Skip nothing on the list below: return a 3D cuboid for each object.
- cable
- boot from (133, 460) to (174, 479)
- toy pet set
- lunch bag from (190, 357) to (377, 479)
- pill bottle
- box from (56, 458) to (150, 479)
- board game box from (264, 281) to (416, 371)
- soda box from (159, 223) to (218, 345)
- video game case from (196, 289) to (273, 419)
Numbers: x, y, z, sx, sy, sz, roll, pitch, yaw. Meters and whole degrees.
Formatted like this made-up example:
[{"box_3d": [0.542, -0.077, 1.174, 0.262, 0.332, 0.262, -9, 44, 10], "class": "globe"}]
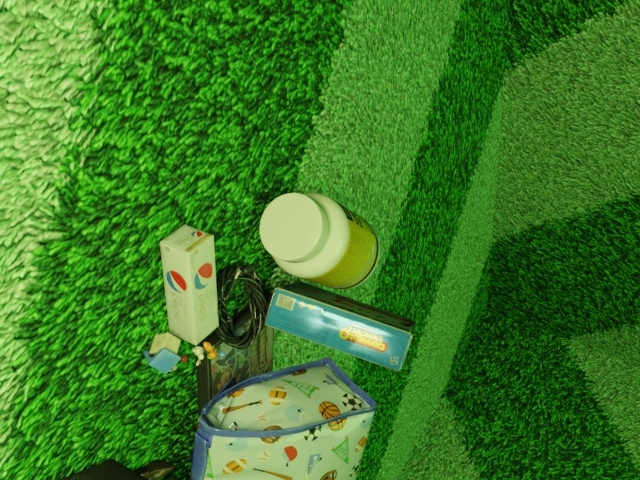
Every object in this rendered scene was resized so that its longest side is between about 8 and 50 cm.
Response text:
[{"box_3d": [-0.167, 0.143, 1.548, 0.150, 0.047, 0.185, -20, 112, -58], "class": "cable"}, {"box_3d": [-0.349, 0.509, 1.507, 0.106, 0.037, 0.114, 3, 103, -51], "class": "boot"}, {"box_3d": [-0.260, 0.223, 1.380, 0.114, 0.122, 0.065, 40, 50, -38], "class": "toy pet set"}, {"box_3d": [-0.112, 0.466, 1.632, 0.385, 0.239, 0.328, -10, 121, -36], "class": "lunch bag"}, {"box_3d": [0.000, 0.000, 1.661, 0.334, 0.187, 0.188, 25, 85, -66], "class": "pill bottle"}, {"box_3d": [-0.395, 0.494, 1.246, 0.270, 0.165, 0.144, 0, 109, -65], "class": "box"}, {"box_3d": [0.057, 0.187, 1.697, 0.302, 0.308, 0.086, 8, 100, -81], "class": "board game box"}, {"box_3d": [-0.239, 0.083, 1.373, 0.074, 0.069, 0.216, -42, 143, -46], "class": "soda box"}, {"box_3d": [-0.186, 0.285, 1.676, 0.248, 0.035, 0.275, -39, 142, -48], "class": "video game case"}]
